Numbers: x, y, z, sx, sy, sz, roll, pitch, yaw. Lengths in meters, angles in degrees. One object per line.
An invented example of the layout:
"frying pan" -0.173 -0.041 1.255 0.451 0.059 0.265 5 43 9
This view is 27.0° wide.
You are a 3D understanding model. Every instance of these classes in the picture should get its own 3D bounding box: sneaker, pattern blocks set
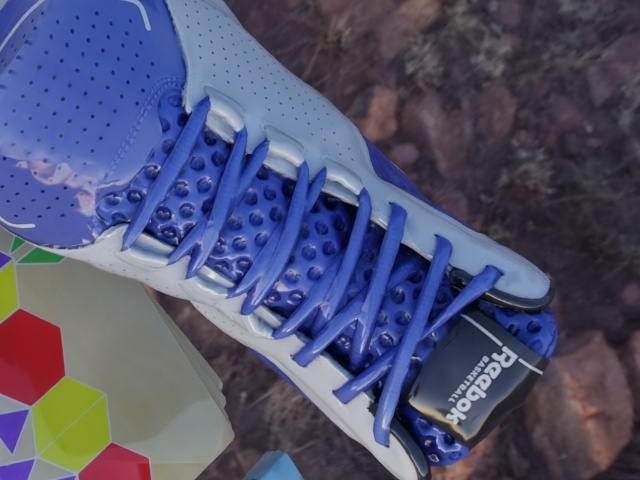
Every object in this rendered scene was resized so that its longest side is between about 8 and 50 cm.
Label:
"sneaker" 0.001 0.001 0.556 0.315 0.182 0.127 32 93 -46
"pattern blocks set" -0.130 0.061 0.611 0.285 0.026 0.325 -34 107 -36
